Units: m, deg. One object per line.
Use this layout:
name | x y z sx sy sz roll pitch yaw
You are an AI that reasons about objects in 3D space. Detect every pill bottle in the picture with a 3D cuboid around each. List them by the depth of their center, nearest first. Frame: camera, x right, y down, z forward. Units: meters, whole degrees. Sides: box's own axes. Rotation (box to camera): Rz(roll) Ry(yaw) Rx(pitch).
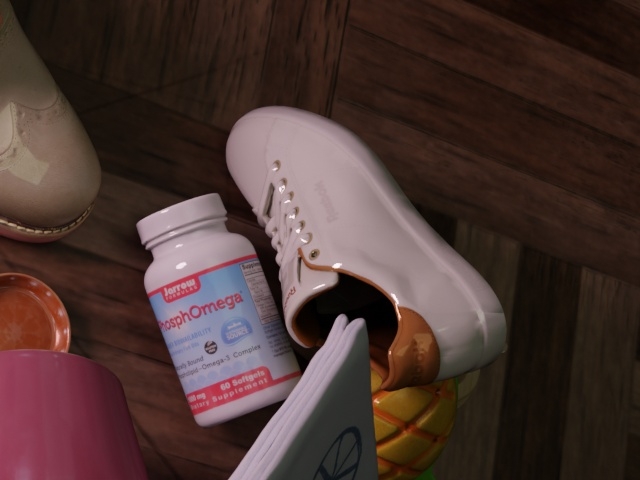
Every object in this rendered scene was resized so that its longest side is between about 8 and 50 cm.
pill bottle | -0.078 0.051 1.347 0.087 0.087 0.160 -19 86 -34

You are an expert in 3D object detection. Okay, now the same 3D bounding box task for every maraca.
maraca | 0.046 0.143 1.385 0.127 0.099 0.185 -5 108 -18

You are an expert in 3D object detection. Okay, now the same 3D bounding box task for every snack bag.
snack bag | -0.053 0.260 1.196 0.037 0.323 0.342 23 57 20

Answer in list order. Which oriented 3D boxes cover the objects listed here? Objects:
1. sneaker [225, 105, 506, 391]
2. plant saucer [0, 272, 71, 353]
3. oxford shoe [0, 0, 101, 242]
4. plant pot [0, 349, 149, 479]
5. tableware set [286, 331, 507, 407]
sneaker | 0.000 0.000 1.328 0.123 0.106 0.290 -19 47 -34
plant saucer | -0.219 0.065 1.302 0.084 0.013 0.083 9 73 -29
oxford shoe | -0.276 -0.156 1.237 0.397 0.146 0.140 48 53 -22
plant pot | -0.190 0.179 1.192 0.201 0.201 0.180 13 54 -28
tableware set | 0.055 0.065 1.452 0.194 0.039 0.128 36 61 -18
